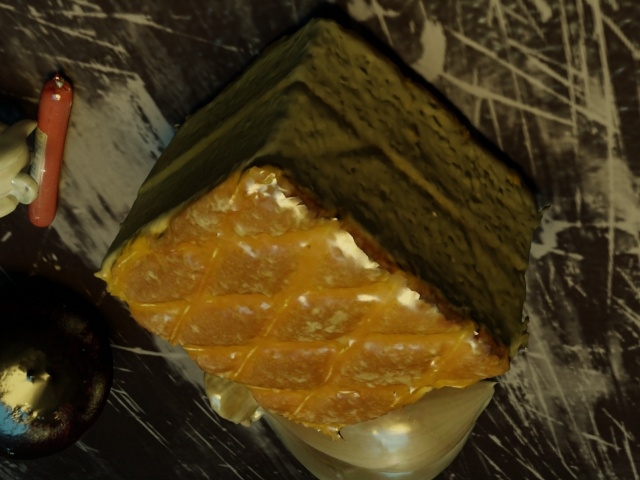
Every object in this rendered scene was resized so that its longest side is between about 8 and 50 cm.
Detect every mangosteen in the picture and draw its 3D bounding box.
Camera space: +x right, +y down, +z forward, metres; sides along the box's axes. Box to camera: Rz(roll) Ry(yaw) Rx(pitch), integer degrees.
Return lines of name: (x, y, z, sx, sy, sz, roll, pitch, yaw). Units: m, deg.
mangosteen: (-0.371, 0.157, 1.268, 0.211, 0.211, 0.250, 41, 169, -25)

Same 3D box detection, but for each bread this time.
bread: (0.000, 0.000, 0.881, 0.279, 0.207, 0.279, 35, 141, -20)

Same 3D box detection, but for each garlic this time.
garlic: (0.039, 0.202, 1.182, 0.325, 0.132, 0.279, 10, 150, 20)

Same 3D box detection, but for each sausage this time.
sausage: (-0.278, -0.085, 1.041, 0.034, 0.034, 0.253, 24, 143, -5)

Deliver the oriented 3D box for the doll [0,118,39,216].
doll: (-0.432, -0.139, 0.974, 0.384, 0.099, 0.188, 27, 142, 4)
